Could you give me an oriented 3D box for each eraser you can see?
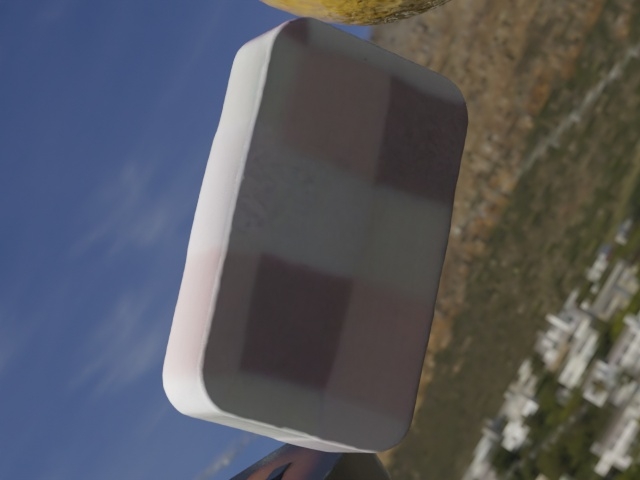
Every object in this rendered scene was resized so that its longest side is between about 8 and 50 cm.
[{"bbox_3d":[0.000,0.000,0.400,0.026,0.065,0.105,-15,59,62],"label":"eraser"}]

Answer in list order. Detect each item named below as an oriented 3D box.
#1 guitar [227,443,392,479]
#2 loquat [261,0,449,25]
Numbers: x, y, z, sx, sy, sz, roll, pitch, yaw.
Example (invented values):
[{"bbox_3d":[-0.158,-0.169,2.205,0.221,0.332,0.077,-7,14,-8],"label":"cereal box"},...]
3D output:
[{"bbox_3d":[-0.075,0.120,0.510,0.233,0.025,0.088,-28,12,36],"label":"guitar"},{"bbox_3d":[0.027,-0.234,0.864,0.244,0.244,0.244,-47,-23,-27],"label":"loquat"}]
